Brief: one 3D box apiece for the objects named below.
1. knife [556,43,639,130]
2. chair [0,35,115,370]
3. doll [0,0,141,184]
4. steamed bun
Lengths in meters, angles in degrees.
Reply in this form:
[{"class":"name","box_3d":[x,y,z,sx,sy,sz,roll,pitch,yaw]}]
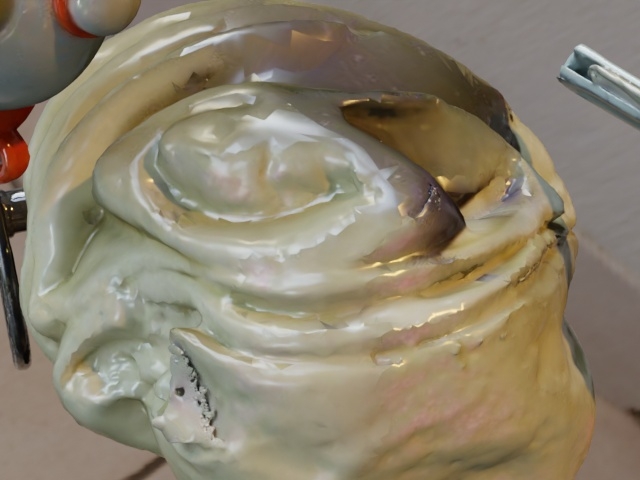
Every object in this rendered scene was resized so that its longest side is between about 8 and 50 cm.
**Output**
[{"class":"knife","box_3d":[0.170,-0.045,0.802,0.023,0.162,0.044,-53,144,0]},{"class":"chair","box_3d":[-0.311,0.001,1.213,0.401,0.226,0.226,-11,80,-10]},{"class":"doll","box_3d":[-0.156,-0.177,0.751,0.105,0.200,0.336,-37,134,-47]},{"class":"steamed bun","box_3d":[0.000,0.000,0.878,0.320,0.206,0.275,23,41,6]}]
